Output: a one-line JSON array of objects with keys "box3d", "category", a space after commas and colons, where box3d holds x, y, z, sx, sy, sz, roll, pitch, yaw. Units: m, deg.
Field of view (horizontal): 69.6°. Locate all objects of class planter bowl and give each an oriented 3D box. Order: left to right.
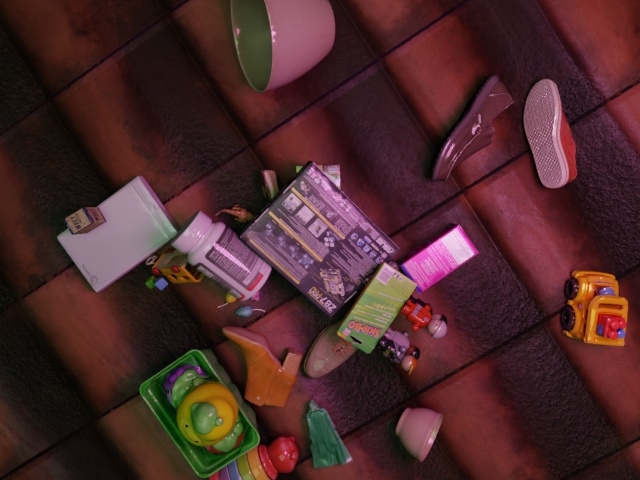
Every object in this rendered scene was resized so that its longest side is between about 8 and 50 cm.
[{"box3d": [0.311, 0.610, 1.490, 0.109, 0.162, 0.162, 23, 97, 28], "category": "planter bowl"}]

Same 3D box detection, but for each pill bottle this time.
[{"box3d": [-0.303, 0.045, 1.418, 0.283, 0.161, 0.161, 41, 96, -20], "category": "pill bottle"}]

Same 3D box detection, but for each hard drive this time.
[{"box3d": [-0.675, -0.020, 1.545, 0.353, 0.047, 0.233, -35, 92, 6], "category": "hard drive"}]

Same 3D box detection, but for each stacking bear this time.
[{"box3d": [-0.206, 0.759, 1.532, 0.289, 0.175, 0.164, -28, 100, -4], "category": "stacking bear"}]

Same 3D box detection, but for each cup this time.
[{"box3d": [-0.098, -0.621, 1.348, 0.236, 0.331, 0.331, -17, 94, -21], "category": "cup"}]

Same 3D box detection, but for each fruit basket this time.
[{"box3d": [-0.364, 0.535, 1.413, 0.283, 0.392, 0.392, -34, 92, 6], "category": "fruit basket"}]

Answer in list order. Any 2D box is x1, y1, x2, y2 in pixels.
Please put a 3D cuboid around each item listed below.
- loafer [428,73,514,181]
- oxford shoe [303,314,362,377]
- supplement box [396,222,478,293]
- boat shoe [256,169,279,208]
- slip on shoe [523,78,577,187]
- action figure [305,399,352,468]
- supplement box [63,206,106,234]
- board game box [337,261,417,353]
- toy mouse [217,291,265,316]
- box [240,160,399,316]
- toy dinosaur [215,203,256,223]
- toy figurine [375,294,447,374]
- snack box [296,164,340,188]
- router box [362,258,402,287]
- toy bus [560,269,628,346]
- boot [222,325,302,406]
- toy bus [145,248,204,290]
[{"box3d": [0.466, -0.323, 1.401, 0.130, 0.134, 0.366, 34, 96, 1], "category": "loafer"}, {"box3d": [0.070, 0.321, 1.482, 0.123, 0.130, 0.348, 42, 96, 0], "category": "oxford shoe"}, {"box3d": [0.365, 0.053, 1.451, 0.220, 0.111, 0.114, -35, 92, 5], "category": "supplement box"}, {"box3d": [-0.149, -0.138, 1.490, 0.072, 0.068, 0.190, -11, 91, -37], "category": "boat shoe"}, {"box3d": [0.710, -0.326, 1.409, 0.101, 0.123, 0.332, -11, 89, -28], "category": "slip on shoe"}, {"box3d": [0.008, 0.643, 1.547, 0.137, 0.063, 0.232, -18, 97, 7], "category": "action figure"}, {"box3d": [-0.758, -0.064, 1.481, 0.083, 0.083, 0.056, -30, 92, 6], "category": "supplement box"}, {"box3d": [0.168, 0.205, 1.391, 0.124, 0.039, 0.259, 34, 90, -6], "category": "board game box"}, {"box3d": [-0.248, 0.205, 1.543, 0.143, 0.031, 0.161, 35, 96, 0], "category": "toy mouse"}, {"box3d": [0.000, 0.000, 1.439, 0.395, 0.097, 0.318, 43, 94, -15], "category": "box"}, {"box3d": [-0.254, -0.085, 1.471, 0.211, 0.112, 0.064, 16, 88, -36], "category": "toy dinosaur"}, {"box3d": [0.288, 0.290, 1.424, 0.148, 0.213, 0.210, 34, 96, 12], "category": "toy figurine"}, {"box3d": [-0.006, -0.193, 1.491, 0.141, 0.037, 0.100, -1, 96, 4], "category": "snack box"}, {"box3d": [0.199, 0.126, 1.451, 0.122, 0.092, 0.038, -34, 48, -6], "category": "router box"}, {"box3d": [0.845, 0.211, 1.384, 0.149, 0.211, 0.220, 5, 94, 5], "category": "toy bus"}, {"box3d": [-0.221, 0.425, 1.524, 0.295, 0.104, 0.211, 23, 96, -3], "category": "boot"}, {"box3d": [-0.462, 0.092, 1.508, 0.191, 0.202, 0.104, -34, 122, -1], "category": "toy bus"}]
